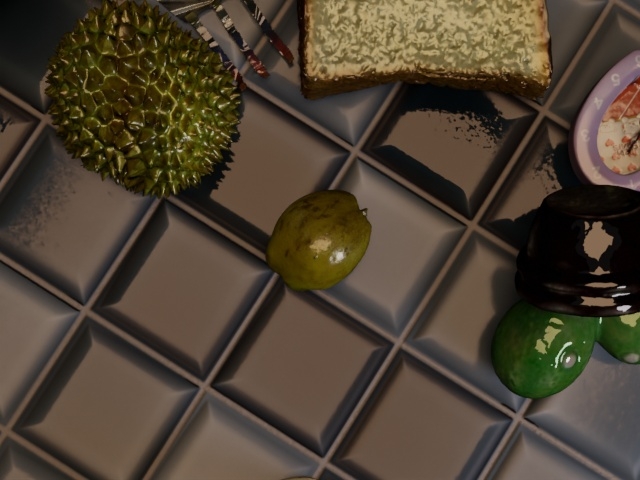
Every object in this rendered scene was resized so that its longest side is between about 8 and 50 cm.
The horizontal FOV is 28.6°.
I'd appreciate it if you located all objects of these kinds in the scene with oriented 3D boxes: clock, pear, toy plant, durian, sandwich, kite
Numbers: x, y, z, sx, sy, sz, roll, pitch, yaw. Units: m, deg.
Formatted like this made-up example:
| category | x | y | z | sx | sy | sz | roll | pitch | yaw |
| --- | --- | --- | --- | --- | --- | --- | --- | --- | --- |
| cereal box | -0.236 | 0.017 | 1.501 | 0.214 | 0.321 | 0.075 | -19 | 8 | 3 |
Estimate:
| category | x | y | z | sx | sy | sz | roll | pitch | yaw |
| --- | --- | --- | --- | --- | --- | --- | --- | --- | --- |
| clock | 0.388 | -0.140 | 1.496 | 0.198 | 0.064 | 0.172 | -12 | 85 | -4 |
| pear | 0.000 | 0.000 | 1.447 | 0.131 | 0.107 | 0.107 | -36 | 86 | 2 |
| toy plant | 0.301 | 0.064 | 1.429 | 0.218 | 0.175 | 0.235 | -6 | 110 | -9 |
| durian | -0.204 | -0.159 | 1.429 | 0.237 | 0.176 | 0.200 | 42 | 104 | -9 |
| sandwich | 0.118 | -0.302 | 1.488 | 0.301 | 0.099 | 0.271 | 0 | 79 | 1 |
| kite | -0.131 | -0.295 | 1.517 | 0.141 | 0.015 | 0.245 | -35 | 83 | -4 |

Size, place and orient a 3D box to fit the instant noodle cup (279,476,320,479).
| category | x | y | z | sx | sy | sz | roll | pitch | yaw |
| --- | --- | --- | --- | --- | --- | --- | --- | --- | --- |
| instant noodle cup | -0.022 | 0.346 | 1.368 | 0.168 | 0.185 | 0.168 | 0 | 83 | -2 |
